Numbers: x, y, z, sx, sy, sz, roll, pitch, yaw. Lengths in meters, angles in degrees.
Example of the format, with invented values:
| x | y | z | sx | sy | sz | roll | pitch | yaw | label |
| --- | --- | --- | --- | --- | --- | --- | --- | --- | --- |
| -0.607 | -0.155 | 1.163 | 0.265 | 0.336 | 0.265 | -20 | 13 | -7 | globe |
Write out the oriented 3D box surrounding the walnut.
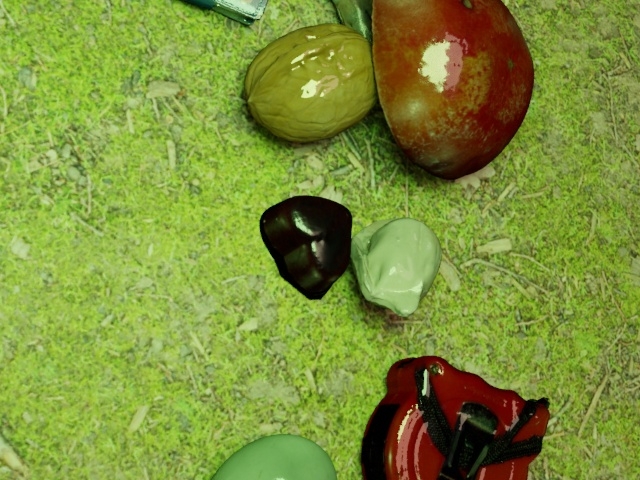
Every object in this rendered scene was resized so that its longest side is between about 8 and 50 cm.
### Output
| x | y | z | sx | sy | sz | roll | pitch | yaw | label |
| --- | --- | --- | --- | --- | --- | --- | --- | --- | --- |
| -0.009 | -0.218 | 1.349 | 0.206 | 0.159 | 0.159 | -21 | 89 | -21 | walnut |

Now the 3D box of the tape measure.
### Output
| x | y | z | sx | sy | sz | roll | pitch | yaw | label |
| --- | --- | --- | --- | --- | --- | --- | --- | --- | --- |
| 0.185 | 0.298 | 1.356 | 0.253 | 0.114 | 0.261 | 27 | 69 | -18 | tape measure |

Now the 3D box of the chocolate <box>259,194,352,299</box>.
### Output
| x | y | z | sx | sy | sz | roll | pitch | yaw | label |
| --- | --- | --- | --- | --- | --- | --- | --- | --- | --- |
| 0.000 | 0.000 | 1.348 | 0.125 | 0.080 | 0.149 | -27 | 90 | -27 | chocolate |

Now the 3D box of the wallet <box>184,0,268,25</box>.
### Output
| x | y | z | sx | sy | sz | roll | pitch | yaw | label |
| --- | --- | --- | --- | --- | --- | --- | --- | --- | --- |
| -0.161 | -0.395 | 1.355 | 0.202 | 0.059 | 0.141 | 20 | 81 | -21 | wallet |

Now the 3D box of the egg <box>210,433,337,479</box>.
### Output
| x | y | z | sx | sy | sz | roll | pitch | yaw | label |
| --- | --- | --- | --- | --- | --- | --- | --- | --- | --- |
| -0.065 | 0.326 | 1.208 | 0.192 | 0.149 | 0.149 | -40 | 98 | -24 | egg |

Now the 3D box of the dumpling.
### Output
| x | y | z | sx | sy | sz | roll | pitch | yaw | label |
| --- | --- | --- | --- | --- | --- | --- | --- | --- | --- |
| 0.104 | 0.030 | 1.377 | 0.136 | 0.118 | 0.199 | 24 | 37 | -7 | dumpling |

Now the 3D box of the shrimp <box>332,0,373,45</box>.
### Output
| x | y | z | sx | sy | sz | roll | pitch | yaw | label |
| --- | --- | --- | --- | --- | --- | --- | --- | --- | --- |
| 0.087 | -0.338 | 1.476 | 0.145 | 0.059 | 0.254 | -19 | 83 | -38 | shrimp |

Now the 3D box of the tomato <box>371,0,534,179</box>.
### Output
| x | y | z | sx | sy | sz | roll | pitch | yaw | label |
| --- | --- | --- | --- | --- | --- | --- | --- | --- | --- |
| 0.212 | -0.248 | 1.399 | 0.338 | 0.143 | 0.339 | 15 | 71 | -51 | tomato |
